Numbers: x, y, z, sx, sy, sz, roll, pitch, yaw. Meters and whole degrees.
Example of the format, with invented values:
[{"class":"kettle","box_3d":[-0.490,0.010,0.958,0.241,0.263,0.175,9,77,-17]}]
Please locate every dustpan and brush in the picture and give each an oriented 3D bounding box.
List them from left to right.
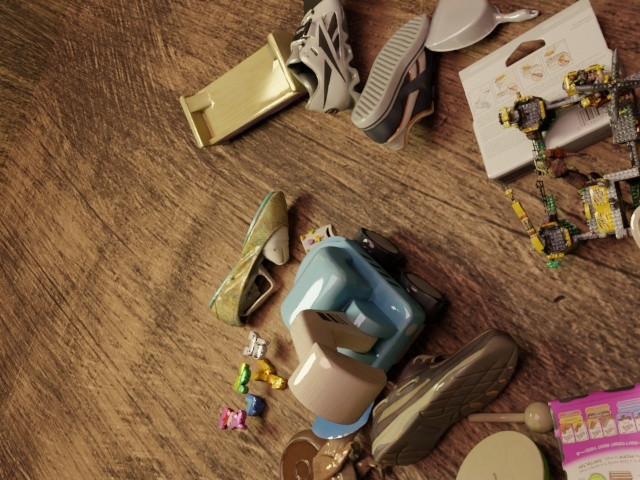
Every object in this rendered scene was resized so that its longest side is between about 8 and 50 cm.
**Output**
[{"class":"dustpan and brush","box_3d":[0.324,-0.441,1.365,0.211,0.060,0.147,-4,56,42]}]

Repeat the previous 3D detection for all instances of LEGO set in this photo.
[{"class":"LEGO set","box_3d":[-0.137,0.333,1.564,0.093,0.087,0.227,12,81,39]},{"class":"LEGO set","box_3d":[0.403,-0.116,1.077,0.255,0.192,0.331,-2,94,35]}]

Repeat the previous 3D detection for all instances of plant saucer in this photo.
[{"class":"plant saucer","box_3d":[-0.031,0.490,1.466,0.168,0.029,0.168,-12,71,38]}]

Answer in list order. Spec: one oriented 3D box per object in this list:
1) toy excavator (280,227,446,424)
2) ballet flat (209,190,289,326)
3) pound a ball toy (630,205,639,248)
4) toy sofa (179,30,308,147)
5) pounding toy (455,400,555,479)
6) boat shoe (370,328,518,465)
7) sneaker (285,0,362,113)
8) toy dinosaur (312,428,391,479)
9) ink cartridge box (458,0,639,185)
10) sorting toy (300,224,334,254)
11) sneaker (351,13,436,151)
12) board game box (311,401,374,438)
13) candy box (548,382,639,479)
[{"class":"toy excavator","box_3d":[0.035,0.145,1.211,0.433,0.445,0.222,47,111,38]},{"class":"ballet flat","box_3d":[-0.141,0.054,1.626,0.123,0.123,0.349,39,105,40]},{"class":"pound a ball toy","box_3d":[0.523,-0.044,0.953,0.135,0.319,0.208,-38,70,38]},{"class":"toy sofa","box_3d":[-0.165,-0.374,1.737,0.362,0.177,0.150,-23,90,35]},{"class":"pounding toy","box_3d":[0.329,0.401,1.143,0.183,0.110,0.237,-29,32,45]},{"class":"boat shoe","box_3d":[0.200,0.265,1.243,0.355,0.132,0.130,-48,40,24]},{"class":"sneaker","box_3d":[-0.014,-0.444,1.552,0.122,0.146,0.331,135,123,-66]},{"class":"toy dinosaur","box_3d":[0.027,0.491,1.358,0.200,0.127,0.296,-21,61,44]},{"class":"ink cartridge box","box_3d":[0.405,-0.265,1.249,0.275,0.060,0.239,-26,63,34]},{"class":"sorting toy","box_3d":[0.000,0.000,1.558,0.075,0.045,0.083,-30,60,11]},{"class":"sneaker","box_3d":[0.174,-0.325,1.435,0.126,0.127,0.321,-9,48,52]},{"class":"board game box","box_3d":[0.060,0.340,1.385,0.133,0.033,0.169,-15,31,35]},{"class":"candy box","box_3d":[0.449,0.342,1.018,0.159,0.071,0.233,-23,61,36]}]
